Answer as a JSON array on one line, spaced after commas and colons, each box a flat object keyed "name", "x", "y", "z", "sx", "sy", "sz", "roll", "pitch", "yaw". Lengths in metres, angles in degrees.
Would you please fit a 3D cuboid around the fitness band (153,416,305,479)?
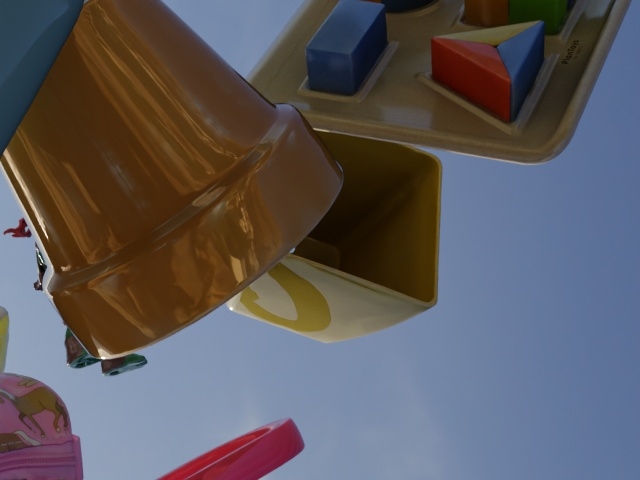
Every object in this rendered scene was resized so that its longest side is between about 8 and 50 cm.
[{"name": "fitness band", "x": -0.148, "y": 0.299, "z": 1.700, "sx": 0.209, "sy": 0.291, "sz": 0.054, "roll": -28, "pitch": -91, "yaw": 51}]

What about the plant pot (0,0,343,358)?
[{"name": "plant pot", "x": -0.121, "y": -0.061, "z": 0.895, "sx": 0.205, "sy": 0.205, "sz": 0.188, "roll": -14, "pitch": -64, "yaw": 52}]

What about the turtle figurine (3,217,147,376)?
[{"name": "turtle figurine", "x": -0.271, "y": 0.036, "z": 1.608, "sx": 0.118, "sy": 0.175, "sz": 0.234, "roll": -30, "pitch": -113, "yaw": 34}]

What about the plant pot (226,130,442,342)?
[{"name": "plant pot", "x": 0.000, "y": 0.000, "z": 1.605, "sx": 0.187, "sy": 0.212, "sz": 0.212, "roll": -48, "pitch": -151, "yaw": 48}]

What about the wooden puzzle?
[{"name": "wooden puzzle", "x": 0.110, "y": -0.209, "z": 1.357, "sx": 0.348, "sy": 0.322, "sz": 0.080, "roll": 7, "pitch": -48, "yaw": 23}]

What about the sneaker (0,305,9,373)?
[{"name": "sneaker", "x": -0.471, "y": 0.276, "z": 1.903, "sx": 0.145, "sy": 0.147, "sz": 0.385, "roll": -73, "pitch": 178, "yaw": -88}]

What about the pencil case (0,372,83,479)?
[{"name": "pencil case", "x": -0.367, "y": 0.200, "z": 1.150, "sx": 0.167, "sy": 0.386, "sz": 0.160, "roll": 41, "pitch": -70, "yaw": 22}]

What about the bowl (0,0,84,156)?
[{"name": "bowl", "x": -0.239, "y": -0.166, "z": 0.710, "sx": 0.163, "sy": 0.311, "sz": 0.311, "roll": -45, "pitch": -150, "yaw": -21}]
